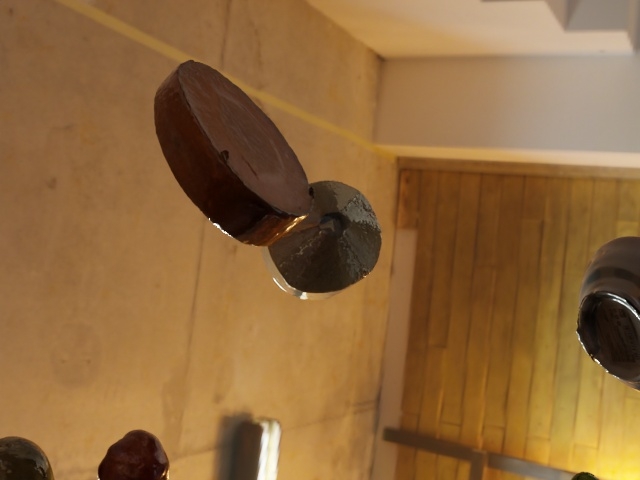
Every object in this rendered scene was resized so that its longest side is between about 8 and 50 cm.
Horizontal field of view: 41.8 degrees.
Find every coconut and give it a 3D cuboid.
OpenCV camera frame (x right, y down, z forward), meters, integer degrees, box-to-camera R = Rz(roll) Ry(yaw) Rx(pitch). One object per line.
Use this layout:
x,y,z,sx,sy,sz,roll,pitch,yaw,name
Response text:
0.000,0.000,1.673,0.244,0.239,0.239,133,150,-76,coconut

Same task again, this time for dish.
0.458,0.129,1.231,0.085,0.260,0.260,-20,-62,-24,dish

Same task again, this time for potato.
-0.561,0.456,1.536,0.157,0.157,0.194,-34,-66,-58,potato

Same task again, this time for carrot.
-0.131,-0.140,1.267,0.307,0.100,0.258,61,-156,8,carrot

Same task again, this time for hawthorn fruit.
-0.317,0.400,1.475,0.125,0.140,0.125,6,-90,-88,hawthorn fruit

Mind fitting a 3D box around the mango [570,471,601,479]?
0.498,0.470,1.473,0.165,0.091,0.074,56,-148,-6,mango
